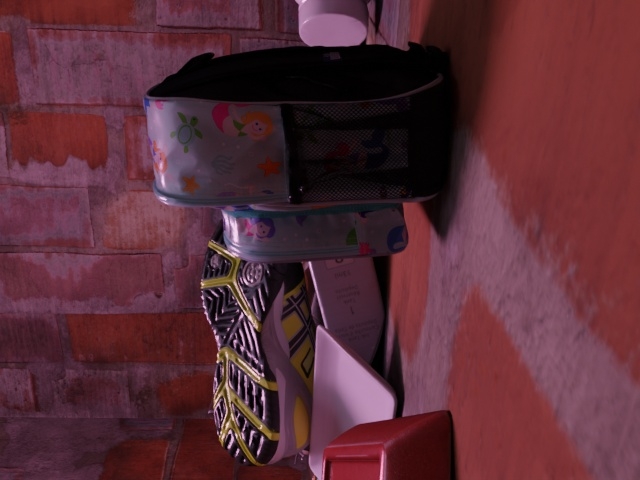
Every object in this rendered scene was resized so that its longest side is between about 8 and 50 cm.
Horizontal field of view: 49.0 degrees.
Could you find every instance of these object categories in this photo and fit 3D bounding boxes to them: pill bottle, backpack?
[{"bbox_3d":[0.019,-0.411,1.053,0.131,0.131,0.229,102,169,-74],"label":"pill bottle"},{"bbox_3d":[-0.028,-0.088,0.640,0.225,0.254,0.191,-99,11,-70],"label":"backpack"}]

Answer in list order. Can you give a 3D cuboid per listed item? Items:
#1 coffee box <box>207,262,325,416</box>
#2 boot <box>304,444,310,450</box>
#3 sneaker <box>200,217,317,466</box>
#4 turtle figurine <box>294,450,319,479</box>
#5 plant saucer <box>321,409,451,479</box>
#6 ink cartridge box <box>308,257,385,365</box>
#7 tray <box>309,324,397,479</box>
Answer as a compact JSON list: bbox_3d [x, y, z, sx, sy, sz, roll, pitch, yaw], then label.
[{"bbox_3d":[-0.063,0.185,1.232,0.119,0.168,0.297,47,-134,-43],"label":"coffee box"},{"bbox_3d":[0.013,0.281,1.372,0.222,0.118,0.338,84,-169,-51],"label":"boot"},{"bbox_3d":[-0.072,0.115,1.004,0.147,0.145,0.384,11,-104,-52],"label":"sneaker"},{"bbox_3d":[-0.009,0.486,1.399,0.234,0.118,0.175,34,-109,-75],"label":"turtle figurine"},{"bbox_3d":[0.040,0.284,0.609,0.258,0.048,0.259,129,148,-68],"label":"plant saucer"},{"bbox_3d":[0.051,0.131,1.042,0.308,0.091,0.384,-114,9,-82],"label":"ink cartridge box"},{"bbox_3d":[0.042,0.239,0.870,0.145,0.030,0.270,39,138,40],"label":"tray"}]
